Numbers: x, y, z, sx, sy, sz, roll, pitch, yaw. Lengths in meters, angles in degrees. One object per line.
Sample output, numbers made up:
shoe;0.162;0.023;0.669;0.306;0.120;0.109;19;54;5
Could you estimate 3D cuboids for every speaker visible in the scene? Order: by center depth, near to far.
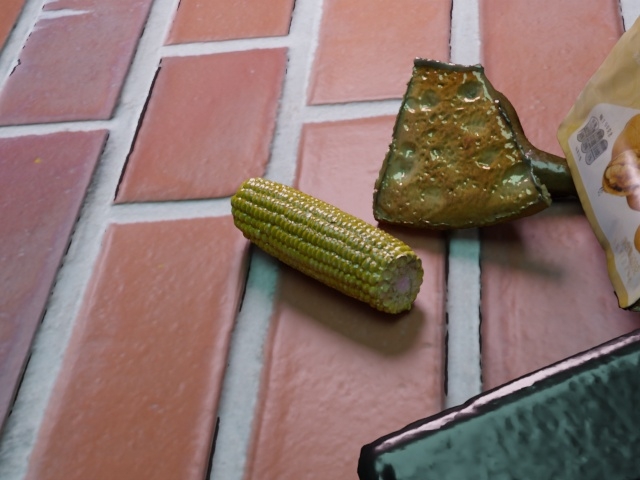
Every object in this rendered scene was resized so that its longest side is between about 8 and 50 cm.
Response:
speaker;0.198;0.218;0.938;0.388;0.180;0.184;-22;49;-9

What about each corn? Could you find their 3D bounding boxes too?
corn;0.000;0.000;1.290;0.248;0.081;0.081;28;55;36

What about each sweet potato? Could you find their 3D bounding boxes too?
sweet potato;0.221;-0.108;1.373;0.081;0.062;0.233;-26;46;-15

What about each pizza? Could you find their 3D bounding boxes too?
pizza;0.168;-0.095;1.317;0.204;0.080;0.188;10;87;29

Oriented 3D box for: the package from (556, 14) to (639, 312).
package;0.388;-0.075;1.201;0.165;0.221;0.311;20;34;-22
